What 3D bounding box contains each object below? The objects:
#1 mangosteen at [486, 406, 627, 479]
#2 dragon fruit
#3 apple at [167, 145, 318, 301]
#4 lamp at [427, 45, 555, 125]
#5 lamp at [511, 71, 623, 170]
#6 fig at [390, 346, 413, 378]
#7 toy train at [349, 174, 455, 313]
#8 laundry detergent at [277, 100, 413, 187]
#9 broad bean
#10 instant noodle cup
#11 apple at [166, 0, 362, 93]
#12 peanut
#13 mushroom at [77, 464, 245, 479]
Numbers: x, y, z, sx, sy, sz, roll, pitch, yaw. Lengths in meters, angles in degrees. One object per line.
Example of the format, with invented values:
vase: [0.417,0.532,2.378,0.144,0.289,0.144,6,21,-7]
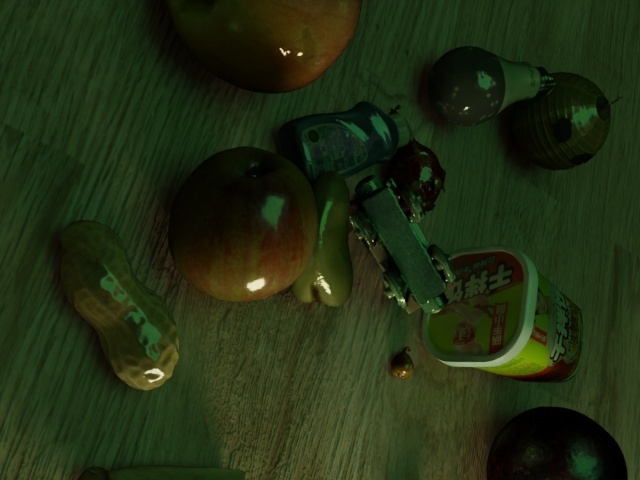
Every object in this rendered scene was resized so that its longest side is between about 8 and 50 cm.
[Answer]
mangosteen: [0.523,0.522,1.920,0.330,0.330,0.329,8,77,-39]
dragon fruit: [0.192,-0.172,1.898,0.125,0.125,0.246,-18,87,-37]
apple: [-0.131,-0.030,1.500,0.257,0.257,0.233,-33,145,-39]
lamp: [0.402,-0.353,2.013,0.314,0.182,0.181,-2,82,-6]
lamp: [0.615,-0.300,2.166,0.250,0.284,0.250,14,70,-42]
fig: [0.176,0.254,1.858,0.050,0.050,0.083,50,38,-22]
toy train: [0.156,0.005,1.776,0.150,0.221,0.304,-29,97,-2]
laundry detergent: [0.060,-0.201,1.778,0.290,0.094,0.143,-19,95,-30]
broad bean: [0.000,0.000,1.661,0.189,0.121,0.262,-44,134,-77]
instant noodle cup: [0.423,0.183,1.947,0.308,0.294,0.293,27,66,-41]
apple: [-0.106,-0.441,1.560,0.305,0.339,0.338,13,74,-38]
peanut: [-0.324,0.100,1.421,0.298,0.120,0.136,61,28,-12]
mushroom: [-0.258,0.420,1.444,0.312,0.081,0.099,13,77,-42]
